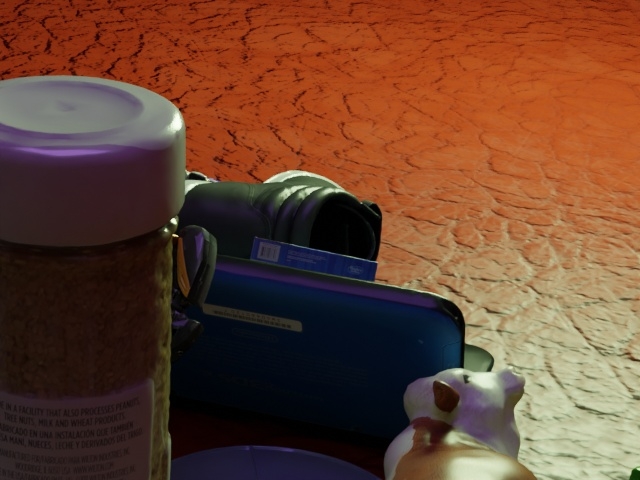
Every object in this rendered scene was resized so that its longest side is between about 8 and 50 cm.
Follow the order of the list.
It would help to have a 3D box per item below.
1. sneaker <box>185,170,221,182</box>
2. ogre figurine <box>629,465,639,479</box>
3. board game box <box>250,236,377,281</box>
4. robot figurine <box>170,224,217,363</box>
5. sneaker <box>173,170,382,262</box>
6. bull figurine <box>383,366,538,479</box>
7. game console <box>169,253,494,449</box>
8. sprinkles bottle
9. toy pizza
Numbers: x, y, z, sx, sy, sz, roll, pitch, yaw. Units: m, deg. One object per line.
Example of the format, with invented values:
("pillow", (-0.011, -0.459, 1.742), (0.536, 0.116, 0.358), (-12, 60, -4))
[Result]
("sneaker", (-0.080, -0.022, 1.570), (0.170, 0.068, 0.071), (18, 10, 10))
("ogre figurine", (0.229, 0.153, 0.961), (0.097, 0.118, 0.197), (36, 26, 1))
("board game box", (-0.006, 0.021, 1.222), (0.090, 0.020, 0.090), (12, -10, -1))
("robot figurine", (-0.195, 0.069, 1.078), (0.211, 0.291, 0.085), (27, -11, 42))
("sneaker", (0.000, 0.000, 1.398), (0.147, 0.104, 0.296), (10, 5, 27))
("bull figurine", (0.098, 0.192, 0.997), (0.188, 0.101, 0.310), (27, 32, 9))
("game console", (-0.021, 0.050, 1.270), (0.293, 0.250, 0.173), (10, 50, 12))
("sprinkles bottle", (-0.138, 0.096, 0.889), (0.121, 0.355, 0.121), (4, 24, -2))
("toy pizza", (-0.034, 0.194, 1.092), (0.201, 0.032, 0.201), (4, 22, -2))
